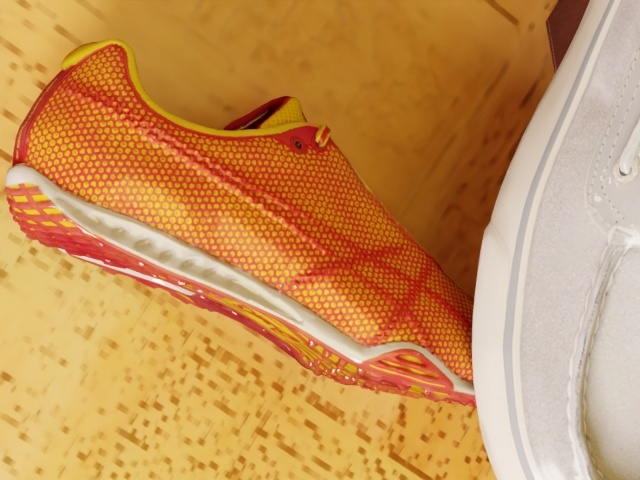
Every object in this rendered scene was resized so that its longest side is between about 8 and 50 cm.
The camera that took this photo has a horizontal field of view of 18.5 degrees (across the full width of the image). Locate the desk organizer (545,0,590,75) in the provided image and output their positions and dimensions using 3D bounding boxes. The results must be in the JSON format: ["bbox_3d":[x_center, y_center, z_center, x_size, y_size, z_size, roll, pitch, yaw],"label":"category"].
[{"bbox_3d":[0.122,-0.029,0.598,0.130,0.047,0.050,34,87,-23],"label":"desk organizer"}]

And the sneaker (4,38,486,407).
[{"bbox_3d":[0.000,0.000,0.545,0.175,0.064,0.067,30,76,-26],"label":"sneaker"}]

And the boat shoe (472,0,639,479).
[{"bbox_3d":[0.105,-0.027,0.517,0.079,0.081,0.227,18,88,-24],"label":"boat shoe"}]
